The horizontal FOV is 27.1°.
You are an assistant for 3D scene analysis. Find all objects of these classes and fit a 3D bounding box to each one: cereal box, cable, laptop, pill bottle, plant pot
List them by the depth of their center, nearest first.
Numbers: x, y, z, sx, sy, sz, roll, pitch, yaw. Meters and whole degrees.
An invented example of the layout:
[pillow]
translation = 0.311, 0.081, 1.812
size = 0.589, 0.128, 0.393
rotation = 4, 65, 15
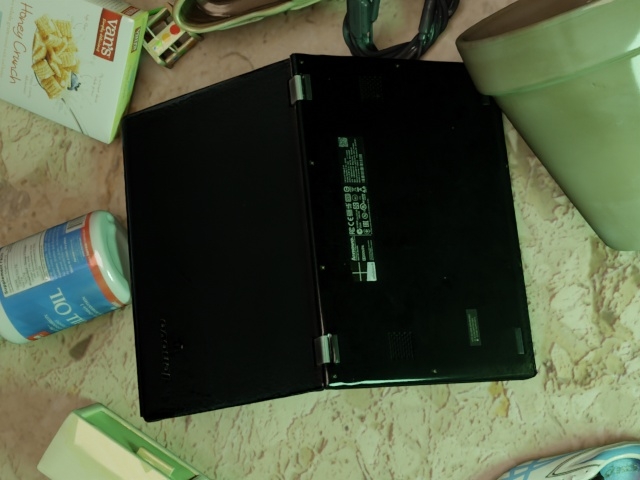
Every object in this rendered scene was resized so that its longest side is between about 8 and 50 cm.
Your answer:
[plant pot]
translation = 0.347, -0.153, 1.429
size = 0.323, 0.323, 0.280
rotation = -24, 101, 10
[cable]
translation = 0.096, -0.274, 1.541
size = 0.150, 0.184, 0.047
rotation = -29, 55, -15
[laptop]
translation = 0.000, 0.000, 1.565
size = 0.407, 0.236, 0.382
rotation = -1, 76, -21
[pill bottle]
translation = -0.343, 0.055, 1.630
size = 0.221, 0.124, 0.124
rotation = -21, 86, 11
[cereal box]
translation = -0.341, -0.241, 1.638
size = 0.240, 0.047, 0.173
rotation = 22, 119, 11

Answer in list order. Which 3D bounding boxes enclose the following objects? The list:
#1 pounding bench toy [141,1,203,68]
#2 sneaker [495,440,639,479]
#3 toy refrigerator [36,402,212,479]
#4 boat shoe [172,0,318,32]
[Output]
[pounding bench toy]
translation = -0.195, -0.267, 1.640
size = 0.065, 0.052, 0.083
rotation = -41, 82, 8
[sneaker]
translation = 0.288, 0.289, 1.527
size = 0.237, 0.086, 0.085
rotation = -20, 88, 11
[toy refrigerator]
translation = -0.198, 0.307, 1.611
size = 0.269, 0.102, 0.094
rotation = 33, 95, 10
[boat shoe]
translation = -0.021, -0.322, 1.527
size = 0.341, 0.110, 0.122
rotation = -22, 114, 30
